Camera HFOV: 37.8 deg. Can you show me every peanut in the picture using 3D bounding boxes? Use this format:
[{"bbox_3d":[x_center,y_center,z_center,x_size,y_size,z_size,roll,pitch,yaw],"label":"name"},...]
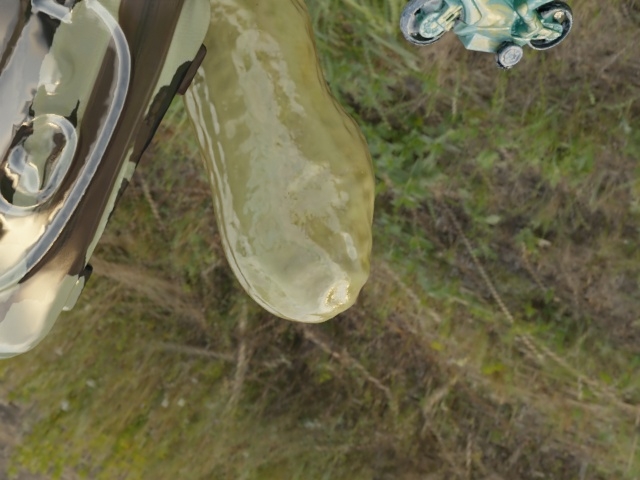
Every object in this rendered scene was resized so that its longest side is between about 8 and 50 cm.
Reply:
[{"bbox_3d":[-0.035,-0.087,0.798,0.147,0.147,0.318,-17,88,45],"label":"peanut"}]

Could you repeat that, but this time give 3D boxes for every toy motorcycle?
[{"bbox_3d":[0.265,-0.360,1.360,0.296,0.109,0.198,1,137,-29],"label":"toy motorcycle"}]

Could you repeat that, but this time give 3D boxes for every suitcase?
[{"bbox_3d":[-0.281,-0.110,0.616,0.194,0.351,0.339,35,-170,40],"label":"suitcase"}]
